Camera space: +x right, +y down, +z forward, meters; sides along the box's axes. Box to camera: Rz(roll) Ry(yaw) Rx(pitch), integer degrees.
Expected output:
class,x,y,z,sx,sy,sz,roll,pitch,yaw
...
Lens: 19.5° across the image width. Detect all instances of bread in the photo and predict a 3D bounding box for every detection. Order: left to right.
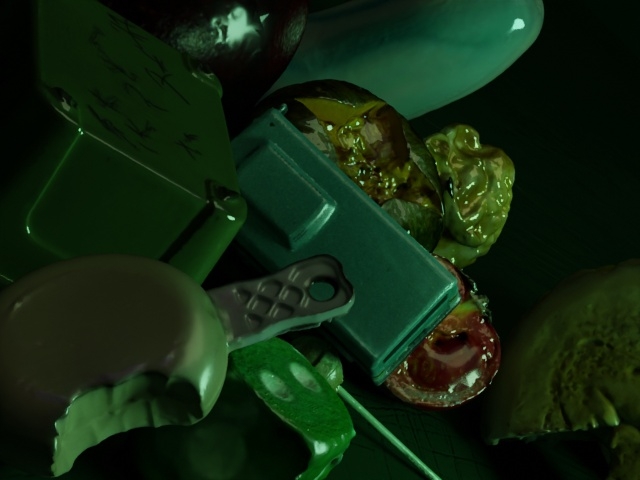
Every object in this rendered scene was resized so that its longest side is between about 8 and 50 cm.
class,x,y,z,sx,sy,sz,roll,pitch,yaw
bread,0.332,0.174,1.841,0.333,0.333,0.160,51,9,25

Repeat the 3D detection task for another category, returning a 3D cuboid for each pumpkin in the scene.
class,x,y,z,sx,sy,sz,roll,pitch,yaw
pumpkin,0.014,-0.050,1.898,0.238,0.159,0.238,25,47,-30

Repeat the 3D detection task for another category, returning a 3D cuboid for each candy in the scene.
class,x,y,z,sx,sy,sz,roll,pitch,yaw
candy,0.041,0.161,1.708,0.202,0.061,0.061,43,20,-17

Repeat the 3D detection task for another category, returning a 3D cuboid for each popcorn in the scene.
class,x,y,z,sx,sy,sz,roll,pitch,yaw
popcorn,0.136,-0.050,2.109,0.180,0.180,0.170,32,-10,-22

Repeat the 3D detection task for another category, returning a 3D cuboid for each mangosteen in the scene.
class,x,y,z,sx,sy,sz,roll,pitch,yaw
mangosteen,-0.145,-0.255,1.841,0.297,0.293,0.297,28,44,-31

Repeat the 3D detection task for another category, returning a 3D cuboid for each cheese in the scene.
class,x,y,z,sx,sy,sz,roll,pitch,yaw
cheese,-0.112,0.071,1.344,0.082,0.286,0.163,88,-17,-54

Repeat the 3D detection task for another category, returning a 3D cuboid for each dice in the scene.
class,x,y,z,sx,sy,sz,roll,pitch,yaw
dice,-0.061,0.150,1.431,0.131,0.128,0.120,44,20,11

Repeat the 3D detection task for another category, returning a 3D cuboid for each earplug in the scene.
class,x,y,z,sx,sy,sz,roll,pitch,yaw
earplug,0.092,-0.214,2.061,0.185,0.324,0.185,48,30,-41

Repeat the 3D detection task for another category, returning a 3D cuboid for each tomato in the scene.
class,x,y,z,sx,sy,sz,roll,pitch,yaw
tomato,0.094,0.091,1.822,0.159,0.139,0.091,60,-20,0

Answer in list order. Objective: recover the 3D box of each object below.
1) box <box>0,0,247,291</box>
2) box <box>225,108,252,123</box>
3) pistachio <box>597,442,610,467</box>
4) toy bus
class,x,y,z,sx,sy,sz,roll,pitch,yaw
box,-0.195,-0.071,1.566,0.252,0.178,0.329,32,23,-26
box,-0.131,-0.218,2.133,0.180,0.047,0.325,44,22,6
pistachio,0.426,0.211,2.018,0.321,0.229,0.238,51,-11,2
toy bus,0.000,0.000,1.710,0.256,0.128,0.147,44,-5,9
